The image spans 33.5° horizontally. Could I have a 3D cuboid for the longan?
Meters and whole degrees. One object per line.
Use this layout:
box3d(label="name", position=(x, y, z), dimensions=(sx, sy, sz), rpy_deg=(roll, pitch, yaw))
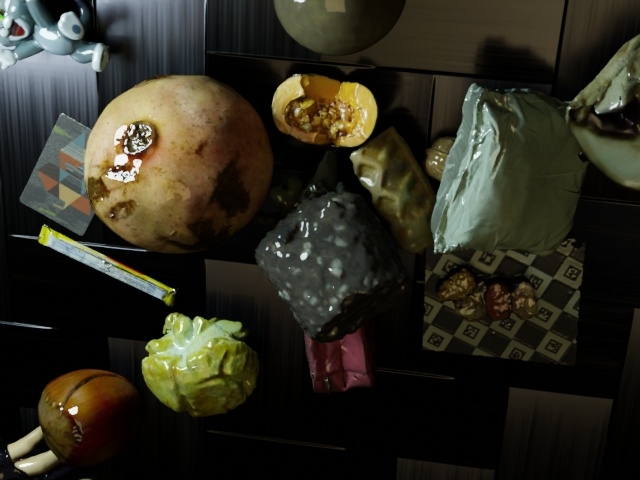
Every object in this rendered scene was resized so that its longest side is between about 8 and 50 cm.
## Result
box3d(label="longan", position=(0.030, -0.385, 1.692), dimensions=(0.212, 0.198, 0.198), rpy_deg=(4, 115, 6))

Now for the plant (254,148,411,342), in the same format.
box3d(label="plant", position=(0.000, 0.000, 1.806), dimensions=(0.215, 0.213, 0.312), rpy_deg=(-30, 75, 6))

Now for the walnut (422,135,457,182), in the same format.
box3d(label="walnut", position=(0.224, -0.137, 1.834), dimensions=(0.096, 0.082, 0.079), rpy_deg=(25, 85, -2))

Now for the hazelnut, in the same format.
box3d(label="hazelnut", position=(-0.455, 0.347, 2.126), dimensions=(0.208, 0.208, 0.208), rpy_deg=(4, 115, 8))

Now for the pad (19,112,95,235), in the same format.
box3d(label="pad", position=(-0.466, -0.121, 1.997), dimensions=(0.143, 0.003, 0.211), rpy_deg=(30, 116, -5))

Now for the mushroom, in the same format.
box3d(label="mushroom", position=(0.518, -0.216, 1.685), dimensions=(0.217, 0.212, 0.292), rpy_deg=(-17, 145, 35))

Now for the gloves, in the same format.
box3d(label="gloves", position=(-0.624, 0.481, 2.236), dimensions=(0.301, 0.152, 0.197), rpy_deg=(3, 143, -7))

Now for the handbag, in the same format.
box3d(label="handbag", position=(0.030, 0.169, 1.970), dimensions=(0.135, 0.146, 0.225), rpy_deg=(-6, 113, 6))

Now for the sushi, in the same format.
box3d(label="sushi", position=(0.333, 0.118, 1.947), dimensions=(0.290, 0.050, 0.264), rpy_deg=(3, 115, 7))

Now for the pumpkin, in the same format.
box3d(label="pumpkin", position=(0.018, -0.218, 1.812), dimensions=(0.184, 0.108, 0.119), rpy_deg=(15, 99, 14))

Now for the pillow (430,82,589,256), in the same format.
box3d(label="pillow", position=(0.331, -0.105, 1.766), dimensions=(0.283, 0.138, 0.310), rpy_deg=(-1, 118, -28))

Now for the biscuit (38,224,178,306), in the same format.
box3d(label="biscuit", position=(-0.411, 0.051, 2.054), dimensions=(0.292, 0.026, 0.048), rpy_deg=(26, 120, -3))

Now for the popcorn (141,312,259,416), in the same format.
box3d(label="popcorn", position=(-0.227, 0.243, 2.030), dimensions=(0.221, 0.183, 0.204), rpy_deg=(-1, 145, 7))

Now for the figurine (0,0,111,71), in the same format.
box3d(label="figurine", position=(-0.479, -0.389, 1.804), dimensions=(0.265, 0.140, 0.193), rpy_deg=(14, 140, -11))

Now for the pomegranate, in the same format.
box3d(label="pomegranate", position=(-0.243, -0.129, 1.798), dimensions=(0.322, 0.322, 0.322), rpy_deg=(4, 115, 8))

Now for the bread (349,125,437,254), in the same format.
box3d(label="bread", position=(0.148, -0.087, 1.838), dimensions=(0.088, 0.128, 0.232), rpy_deg=(-9, 117, 45))
